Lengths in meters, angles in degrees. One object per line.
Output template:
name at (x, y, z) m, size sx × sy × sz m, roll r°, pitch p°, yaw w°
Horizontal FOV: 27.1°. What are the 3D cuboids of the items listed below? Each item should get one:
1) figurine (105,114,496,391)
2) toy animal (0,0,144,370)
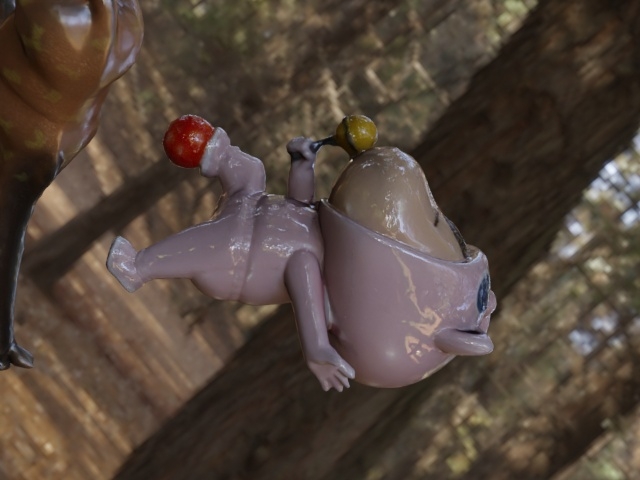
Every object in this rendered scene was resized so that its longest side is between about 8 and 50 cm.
figurine at (0.000, 0.000, 0.988) m, size 0.287 × 0.186 × 0.176 m, roll 19°, pitch 15°, yaw 3°
toy animal at (-0.151, -0.060, 0.680) m, size 0.224 × 0.066 × 0.229 m, roll -28°, pitch -110°, yaw 53°
